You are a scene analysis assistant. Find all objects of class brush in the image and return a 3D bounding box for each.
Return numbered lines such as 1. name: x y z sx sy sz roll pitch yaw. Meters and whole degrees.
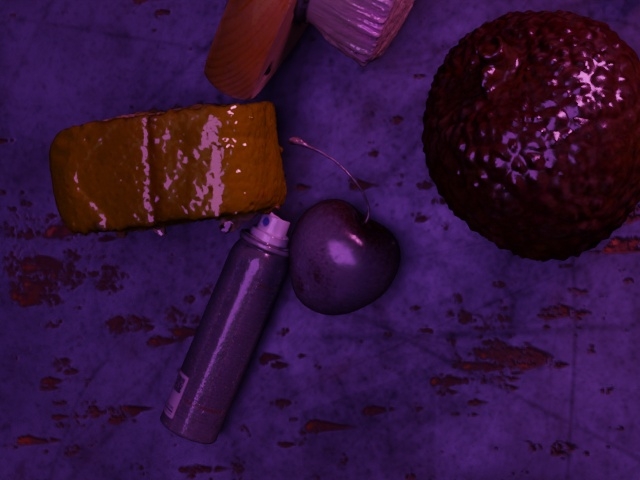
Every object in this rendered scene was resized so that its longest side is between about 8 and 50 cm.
1. brush: -0.003 -0.255 1.711 0.166 0.174 0.267 31 93 6

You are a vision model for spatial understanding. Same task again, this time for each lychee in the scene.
1. lychee: 0.232 -0.113 1.635 0.260 0.260 0.261 1 94 15

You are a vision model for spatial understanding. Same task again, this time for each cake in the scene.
1. cake: -0.171 -0.082 1.769 0.260 0.179 0.156 -4 92 18

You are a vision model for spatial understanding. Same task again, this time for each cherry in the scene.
1. cherry: -0.002 0.003 1.766 0.188 0.148 0.115 35 57 3

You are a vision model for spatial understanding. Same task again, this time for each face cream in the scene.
1. face cream: -0.104 0.100 1.817 0.073 0.073 0.283 25 100 12
